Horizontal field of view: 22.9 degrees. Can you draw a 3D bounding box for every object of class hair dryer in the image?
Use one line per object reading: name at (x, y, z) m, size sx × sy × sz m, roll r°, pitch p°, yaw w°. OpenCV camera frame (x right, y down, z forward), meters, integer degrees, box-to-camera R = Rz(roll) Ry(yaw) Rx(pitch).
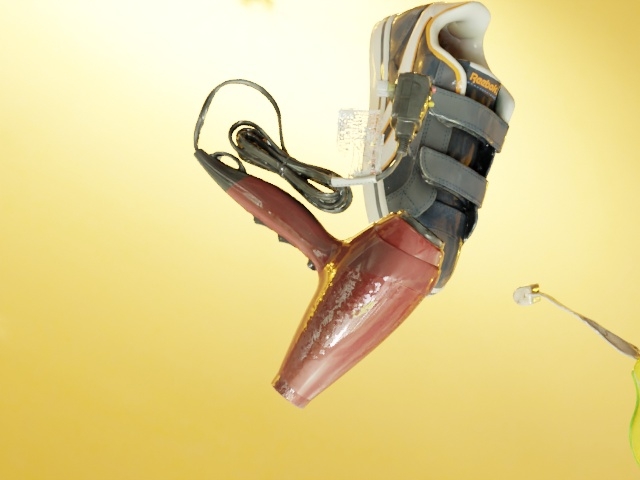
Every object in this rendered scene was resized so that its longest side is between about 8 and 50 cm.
hair dryer at (0.000, 0.000, 1.374) m, size 0.224 × 0.293 × 0.080 m, roll -3°, pitch 167°, yaw 24°

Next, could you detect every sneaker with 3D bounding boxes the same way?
sneaker at (0.121, -0.105, 1.607) m, size 0.126 × 0.127 × 0.321 m, roll 24°, pitch -123°, yaw -47°

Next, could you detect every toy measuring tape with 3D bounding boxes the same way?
toy measuring tape at (0.325, 0.169, 1.637) m, size 0.330 × 0.121 × 0.121 m, roll 31°, pitch -153°, yaw 20°
